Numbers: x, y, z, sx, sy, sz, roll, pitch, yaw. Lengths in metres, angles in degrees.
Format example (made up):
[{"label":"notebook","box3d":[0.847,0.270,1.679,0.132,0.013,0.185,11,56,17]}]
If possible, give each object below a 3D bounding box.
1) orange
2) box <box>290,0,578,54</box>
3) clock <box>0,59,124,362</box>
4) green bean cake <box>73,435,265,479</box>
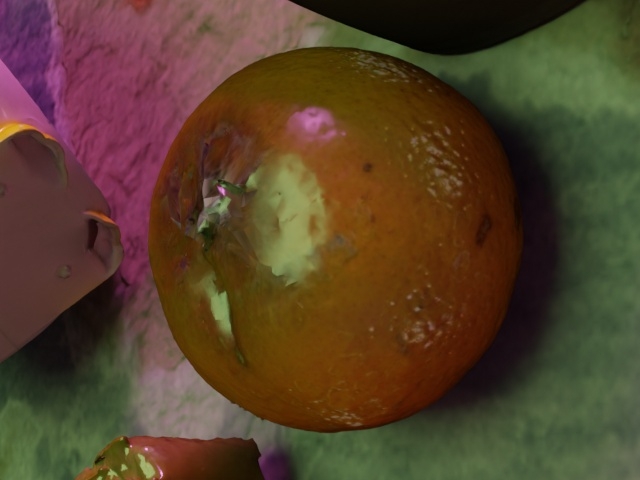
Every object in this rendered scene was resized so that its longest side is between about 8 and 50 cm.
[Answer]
[{"label":"orange","box3d":[0.000,0.000,0.902,0.224,0.170,0.224,-16,69,47]},{"label":"box","box3d":[0.036,-0.262,0.882,0.301,0.216,0.301,-12,74,45]},{"label":"clock","box3d":[-0.348,-0.069,1.165,0.250,0.368,0.376,-39,55,-8]},{"label":"green bean cake","box3d":[-0.099,0.251,0.998,0.224,0.131,0.229,-46,54,36]}]
